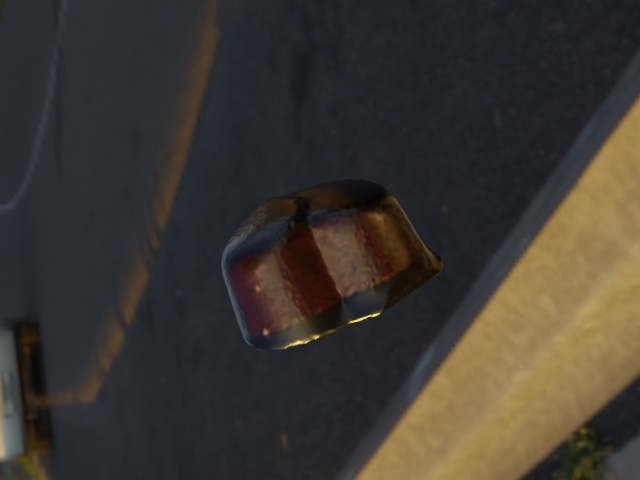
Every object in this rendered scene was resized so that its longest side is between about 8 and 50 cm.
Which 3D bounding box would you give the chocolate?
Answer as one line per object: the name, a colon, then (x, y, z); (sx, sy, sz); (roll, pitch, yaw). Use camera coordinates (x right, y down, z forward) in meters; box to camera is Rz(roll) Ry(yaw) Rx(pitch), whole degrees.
chocolate: (0.000, 0.000, 0.994); (0.125, 0.149, 0.080); (-118, 7, -64)
